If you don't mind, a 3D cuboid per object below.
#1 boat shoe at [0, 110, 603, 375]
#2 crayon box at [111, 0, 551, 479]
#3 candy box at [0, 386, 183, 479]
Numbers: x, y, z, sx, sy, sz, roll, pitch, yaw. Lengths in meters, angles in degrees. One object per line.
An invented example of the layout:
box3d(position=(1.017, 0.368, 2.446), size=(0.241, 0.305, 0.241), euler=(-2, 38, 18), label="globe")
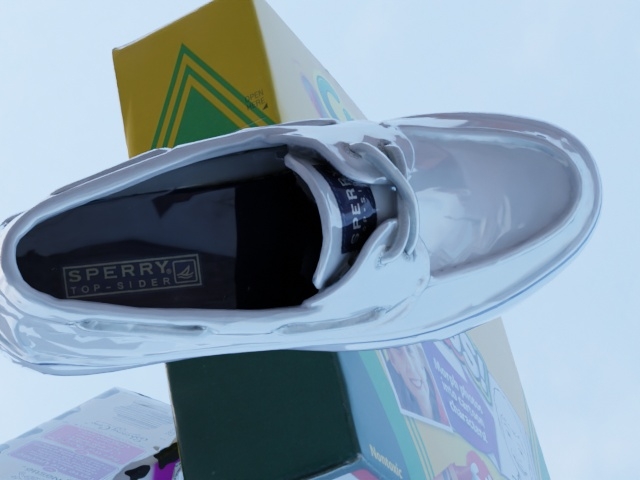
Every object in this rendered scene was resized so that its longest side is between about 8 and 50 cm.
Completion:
box3d(position=(0.000, 0.000, 0.650), size=(0.258, 0.084, 0.095), euler=(-15, -98, -18), label="boat shoe")
box3d(position=(0.028, 0.072, 1.036), size=(0.106, 0.363, 0.313), euler=(-24, -125, 16), label="crayon box")
box3d(position=(-0.135, 0.177, 0.856), size=(0.071, 0.233, 0.159), euler=(16, -79, 14), label="candy box")
